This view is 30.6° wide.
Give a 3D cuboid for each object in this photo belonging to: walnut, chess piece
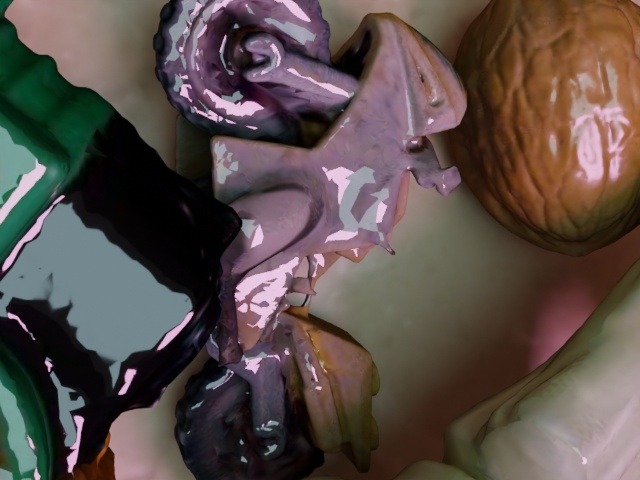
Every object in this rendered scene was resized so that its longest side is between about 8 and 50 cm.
[{"bbox_3d":[0.107,-0.055,0.514,0.105,0.105,0.125,-4,90,-17],"label":"walnut"},{"bbox_3d":[0.119,0.087,0.488,0.298,0.175,0.176,-45,106,-18],"label":"chess piece"}]

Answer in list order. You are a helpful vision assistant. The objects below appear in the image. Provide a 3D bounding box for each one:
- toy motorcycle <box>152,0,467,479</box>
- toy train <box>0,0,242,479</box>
[{"bbox_3d":[0.000,0.000,0.489,0.129,0.094,0.229,-7,107,-21],"label":"toy motorcycle"},{"bbox_3d":[-0.189,-0.026,0.369,0.429,0.178,0.249,40,88,-12],"label":"toy train"}]
